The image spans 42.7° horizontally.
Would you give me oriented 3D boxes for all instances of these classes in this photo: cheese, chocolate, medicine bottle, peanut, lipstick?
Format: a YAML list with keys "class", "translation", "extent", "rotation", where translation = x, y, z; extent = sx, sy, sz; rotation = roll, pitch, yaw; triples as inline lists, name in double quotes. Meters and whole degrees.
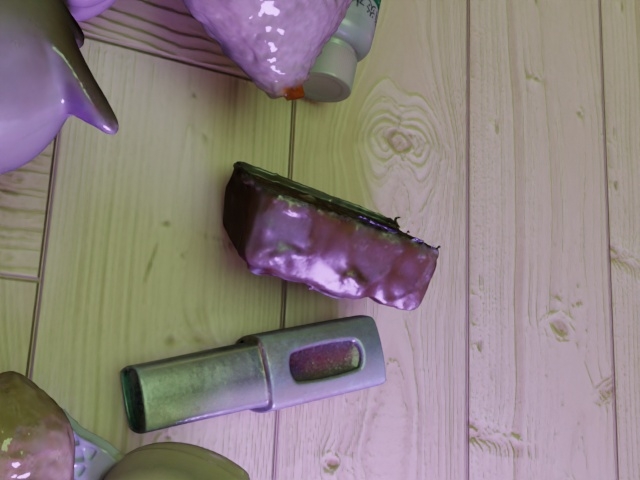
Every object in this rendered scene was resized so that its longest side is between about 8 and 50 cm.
- class: "cheese"
  translation: [-0.162, 0.237, 0.711]
  extent: [0.249, 0.163, 0.071]
  rotation: [18, 23, 9]
- class: "chocolate"
  translation: [0.000, 0.000, 0.823]
  extent: [0.214, 0.148, 0.093]
  rotation: [17, 97, -23]
- class: "medicine bottle"
  translation: [0.025, -0.285, 0.926]
  extent: [0.095, 0.095, 0.259]
  rotation: [21, 71, -25]
- class: "peanut"
  translation: [-0.250, 0.212, 0.630]
  extent: [0.129, 0.129, 0.224]
  rotation: [-3, 96, -31]
- class: "lipstick"
  translation: [-0.062, 0.129, 0.800]
  extent: [0.253, 0.077, 0.078]
  rotation: [-6, 83, -29]

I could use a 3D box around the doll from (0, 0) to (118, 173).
- class: "doll"
  translation: [-0.357, -0.120, 0.577]
  extent: [0.371, 0.215, 0.226]
  rotation: [-24, 129, -11]

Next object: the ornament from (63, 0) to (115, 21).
- class: "ornament"
  translation: [-0.243, -0.279, 0.723]
  extent: [0.178, 0.177, 0.177]
  rotation: [6, 77, -29]

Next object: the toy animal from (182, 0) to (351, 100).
- class: "toy animal"
  translation: [-0.048, -0.315, 0.777]
  extent: [0.226, 0.188, 0.358]
  rotation: [-23, 109, -50]
